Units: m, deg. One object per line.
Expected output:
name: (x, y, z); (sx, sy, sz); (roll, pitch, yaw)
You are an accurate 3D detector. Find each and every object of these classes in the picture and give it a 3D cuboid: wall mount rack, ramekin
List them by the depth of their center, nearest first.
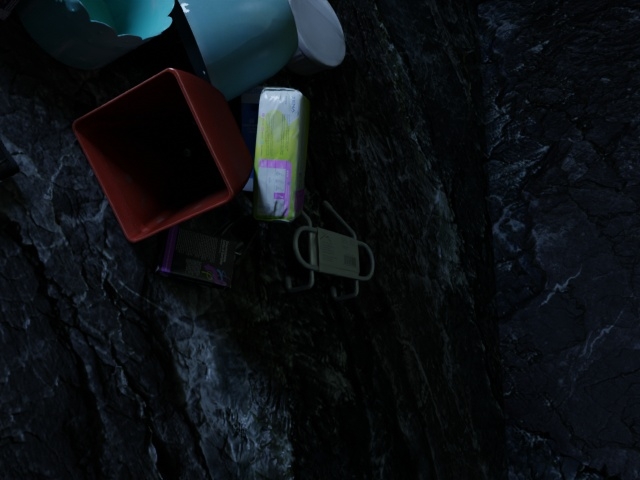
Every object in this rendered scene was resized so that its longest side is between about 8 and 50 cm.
wall mount rack: (0.000, 0.000, 1.757); (0.350, 0.130, 0.304); (16, 65, -50)
ramekin: (-0.051, -0.631, 1.967); (0.273, 0.127, 0.273); (26, 55, -45)

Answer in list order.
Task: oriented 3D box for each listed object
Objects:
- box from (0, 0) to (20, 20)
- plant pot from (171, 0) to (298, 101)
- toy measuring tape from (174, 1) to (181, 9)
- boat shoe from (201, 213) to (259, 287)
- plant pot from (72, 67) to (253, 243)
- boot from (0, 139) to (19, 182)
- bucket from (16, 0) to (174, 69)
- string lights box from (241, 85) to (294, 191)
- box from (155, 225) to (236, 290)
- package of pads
box: (-0.595, -0.560, 1.159); (0.142, 0.163, 0.247); (17, 61, -45)
plant pot: (-0.191, -0.486, 1.496); (0.235, 0.293, 0.293); (-23, 90, -10)
toy measuring tape: (-0.343, -0.714, 1.610); (0.121, 0.121, 0.330); (19, 60, -49)
boat shoe: (-0.216, 0.017, 1.488); (0.084, 0.079, 0.233); (57, 38, -22)
plant pot: (-0.289, -0.186, 1.342); (0.267, 0.267, 0.236); (66, 24, -8)
boot: (-0.580, -0.136, 1.091); (0.121, 0.045, 0.099); (59, 40, -18)
bucket: (-0.458, -0.492, 1.298); (0.281, 0.183, 0.281); (29, 52, -45)
string lights box: (-0.133, -0.259, 1.648); (0.133, 0.076, 0.260); (-15, 109, -56)
box: (-0.266, 0.037, 1.395); (0.162, 0.029, 0.116); (15, 59, -20)
package of pads: (-0.087, -0.193, 1.492); (0.229, 0.101, 0.297); (-57, 151, -83)
